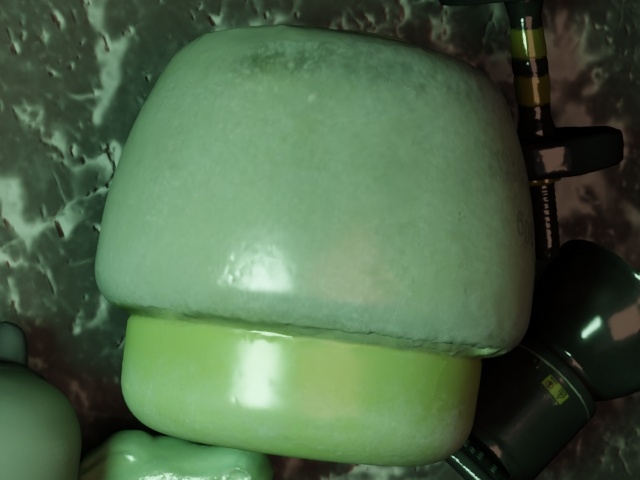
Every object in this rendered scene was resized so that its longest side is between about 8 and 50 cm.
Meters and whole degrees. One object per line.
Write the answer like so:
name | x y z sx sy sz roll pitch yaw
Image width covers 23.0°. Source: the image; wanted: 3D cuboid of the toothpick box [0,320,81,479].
toothpick box | -0.280 0.216 1.166 0.229 0.229 0.316 7 92 -19

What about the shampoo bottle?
shampoo bottle | 0.000 0.000 1.165 0.322 0.322 0.317 11 88 -19

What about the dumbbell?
dumbbell | 0.173 -0.144 1.301 0.143 0.143 0.325 -9 99 -17

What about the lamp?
lamp | 0.184 0.129 1.332 0.227 0.172 0.147 -43 79 -13

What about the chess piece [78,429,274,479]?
chess piece | -0.070 0.266 1.259 0.176 0.176 0.298 -39 102 -11
